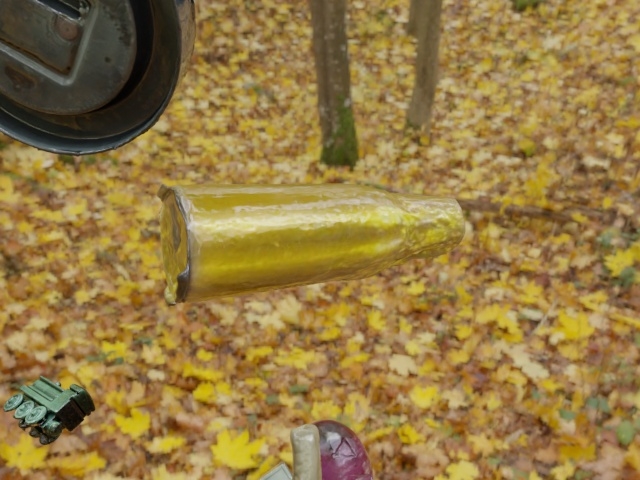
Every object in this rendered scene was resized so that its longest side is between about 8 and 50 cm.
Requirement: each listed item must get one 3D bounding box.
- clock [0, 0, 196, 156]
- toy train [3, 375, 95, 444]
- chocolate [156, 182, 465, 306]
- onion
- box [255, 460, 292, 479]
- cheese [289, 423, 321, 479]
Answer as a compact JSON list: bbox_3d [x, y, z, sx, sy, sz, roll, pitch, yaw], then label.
[{"bbox_3d":[-0.288,-0.244,0.891,0.319,0.318,0.066,10,34,9],"label":"clock"},{"bbox_3d":[-0.481,0.293,1.471,0.170,0.071,0.111,11,44,47],"label":"toy train"},{"bbox_3d":[0.000,0.000,1.157,0.446,0.162,0.162,-3,38,-25],"label":"chocolate"},{"bbox_3d":[0.030,0.518,1.977,0.201,0.200,0.207,1,30,-2],"label":"onion"},{"bbox_3d":[-0.134,0.578,1.732,0.225,0.086,0.129,-34,83,-8],"label":"box"},{"bbox_3d":[-0.017,0.351,1.149,0.043,0.193,0.065,-3,-2,12],"label":"cheese"}]
